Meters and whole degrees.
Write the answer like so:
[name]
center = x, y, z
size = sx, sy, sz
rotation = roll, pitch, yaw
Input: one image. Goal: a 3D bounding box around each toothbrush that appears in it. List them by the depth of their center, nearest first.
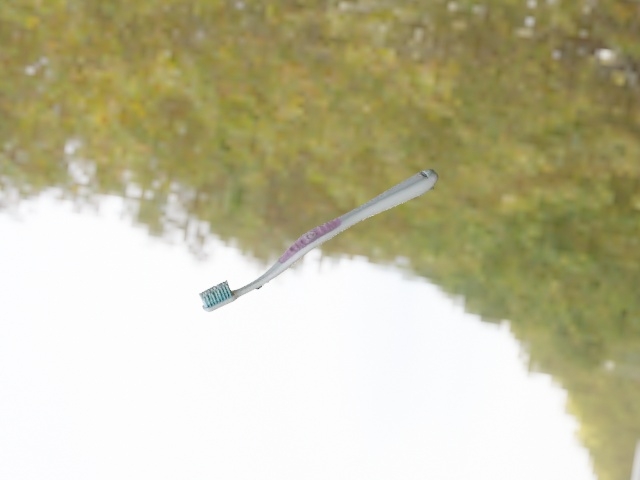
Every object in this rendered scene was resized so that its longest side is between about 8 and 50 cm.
[toothbrush]
center = 0.000, 0.000, 1.460
size = 0.017, 0.204, 0.022
rotation = 52, 168, 52
